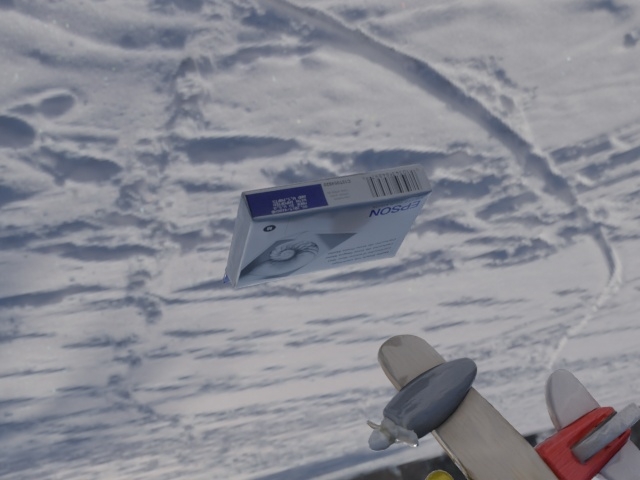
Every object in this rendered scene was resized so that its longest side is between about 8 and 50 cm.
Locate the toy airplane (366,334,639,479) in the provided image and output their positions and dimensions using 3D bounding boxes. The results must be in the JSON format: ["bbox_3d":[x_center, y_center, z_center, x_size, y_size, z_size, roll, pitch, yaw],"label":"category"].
[{"bbox_3d":[0.233,0.319,0.985,0.386,0.384,0.272,5,169,16],"label":"toy airplane"}]

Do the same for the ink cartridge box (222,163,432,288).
[{"bbox_3d":[0.000,0.000,1.005,0.224,0.045,0.224,-11,154,-18],"label":"ink cartridge box"}]
